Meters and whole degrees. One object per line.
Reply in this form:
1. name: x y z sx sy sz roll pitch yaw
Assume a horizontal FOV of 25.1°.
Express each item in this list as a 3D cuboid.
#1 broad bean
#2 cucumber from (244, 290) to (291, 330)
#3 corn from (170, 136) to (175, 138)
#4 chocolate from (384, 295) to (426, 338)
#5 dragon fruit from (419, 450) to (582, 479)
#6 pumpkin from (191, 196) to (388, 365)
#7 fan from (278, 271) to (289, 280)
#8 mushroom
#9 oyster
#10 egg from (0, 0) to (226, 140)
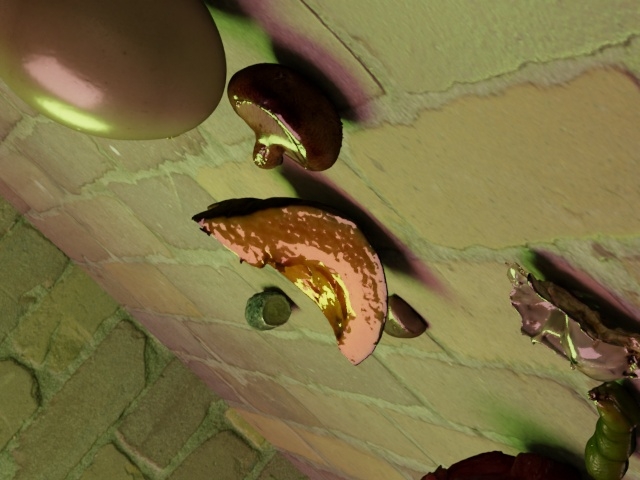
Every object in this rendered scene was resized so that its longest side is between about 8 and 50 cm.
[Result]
1. broad bean: 0.302 0.201 1.494 0.256 0.052 0.052 70 -174 -62
2. cucumber: -0.081 0.107 2.232 0.064 0.064 0.112 42 164 -6
3. corn: -0.198 -0.158 1.764 0.037 0.037 0.092 33 162 31
4. chocolate: 0.092 0.100 1.791 0.064 0.031 0.100 47 167 -7
5. dragon fruit: 0.233 0.427 1.817 0.329 0.329 0.329 38 166 11
6. pumpkin: 0.000 0.000 1.650 0.254 0.149 0.130 42 -153 -2
7. fan: -0.030 0.032 1.949 0.182 0.010 0.310 48 168 -27
8. mushroom: -0.035 -0.113 1.353 0.127 0.087 0.127 37 169 8
9. oyster: 0.233 0.083 1.312 0.165 0.053 0.108 42 150 26
10. egg: -0.203 -0.193 1.351 0.253 0.189 0.188 30 165 9
